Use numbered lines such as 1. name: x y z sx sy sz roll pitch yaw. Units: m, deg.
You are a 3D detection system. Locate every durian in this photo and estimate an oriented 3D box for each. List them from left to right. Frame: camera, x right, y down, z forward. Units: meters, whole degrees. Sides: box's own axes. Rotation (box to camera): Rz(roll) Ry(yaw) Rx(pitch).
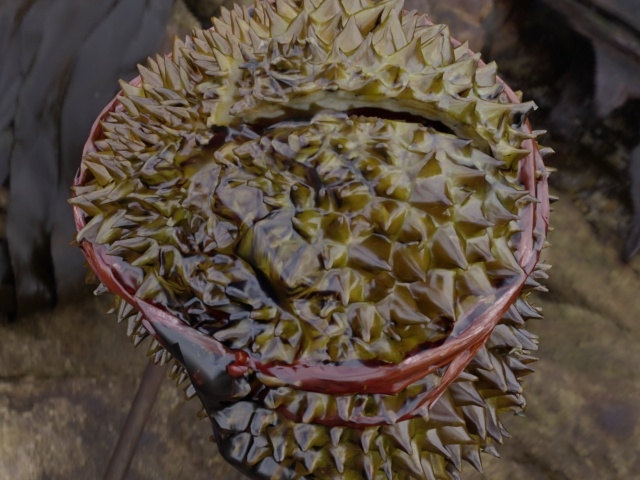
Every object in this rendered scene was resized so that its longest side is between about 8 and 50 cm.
1. durian: 0.003 0.003 0.838 0.348 0.384 0.347 6 43 -6
